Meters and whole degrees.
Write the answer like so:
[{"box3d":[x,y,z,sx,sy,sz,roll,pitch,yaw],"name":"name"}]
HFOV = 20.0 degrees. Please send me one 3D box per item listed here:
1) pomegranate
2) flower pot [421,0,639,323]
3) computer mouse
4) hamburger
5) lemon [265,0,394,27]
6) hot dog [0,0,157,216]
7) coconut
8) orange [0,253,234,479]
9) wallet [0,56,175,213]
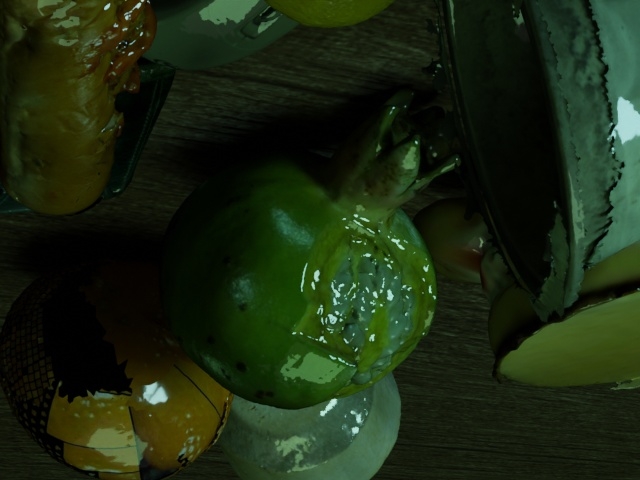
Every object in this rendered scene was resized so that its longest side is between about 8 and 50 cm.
[{"box3d":[0.000,0.000,1.481,0.236,0.236,0.302,11,124,-32],"name":"pomegranate"},{"box3d":[0.215,-0.118,1.140,0.259,0.290,0.290,-16,160,-6],"name":"flower pot"},{"box3d":[-0.066,-0.155,1.243,0.181,0.056,0.089,-19,159,34],"name":"computer mouse"},{"box3d":[0.240,0.010,1.536,0.302,0.186,0.261,-23,154,21],"name":"hamburger"},{"box3d":[0.008,-0.185,1.100,0.109,0.109,0.133,7,146,-25],"name":"lemon"},{"box3d":[-0.162,-0.144,1.134,0.117,0.158,0.349,-17,159,-16],"name":"hot dog"},{"box3d":[-0.019,0.171,1.908,0.202,0.202,0.222,-7,155,9],"name":"coconut"},{"box3d":[-0.188,0.121,1.708,0.234,0.234,0.182,16,133,-41],"name":"orange"},{"box3d":[-0.208,-0.084,1.413,0.160,0.055,0.236,-4,159,-18],"name":"wallet"}]
